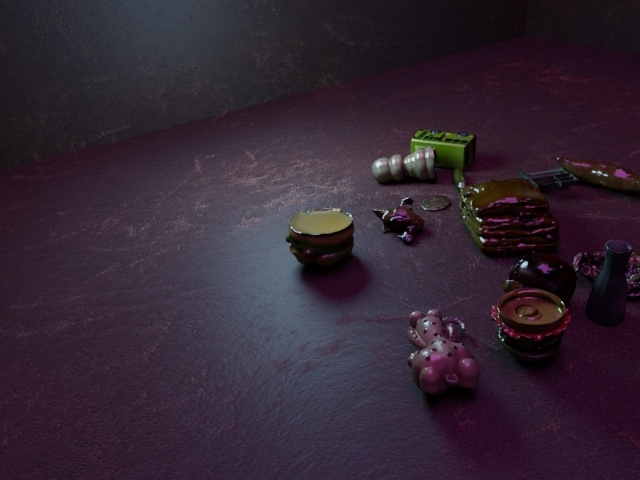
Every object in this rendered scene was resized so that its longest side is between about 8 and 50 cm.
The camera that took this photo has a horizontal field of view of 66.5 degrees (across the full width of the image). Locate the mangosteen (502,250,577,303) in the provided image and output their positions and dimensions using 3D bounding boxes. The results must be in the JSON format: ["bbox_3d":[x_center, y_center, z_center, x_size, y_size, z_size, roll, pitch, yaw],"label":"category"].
[{"bbox_3d":[0.567,0.117,1.274,0.166,0.166,0.180,24,70,41],"label":"mangosteen"}]

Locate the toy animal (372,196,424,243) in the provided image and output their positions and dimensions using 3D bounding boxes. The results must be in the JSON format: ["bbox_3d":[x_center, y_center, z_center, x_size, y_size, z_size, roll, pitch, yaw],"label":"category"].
[{"bbox_3d":[0.265,-0.064,1.696,0.188,0.089,0.179,8,51,16],"label":"toy animal"}]

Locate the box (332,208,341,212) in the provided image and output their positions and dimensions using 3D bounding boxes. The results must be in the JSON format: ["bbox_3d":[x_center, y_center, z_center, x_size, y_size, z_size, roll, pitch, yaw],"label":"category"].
[{"bbox_3d":[0.038,-0.093,1.853,0.058,0.015,0.093,2,34,20],"label":"box"}]

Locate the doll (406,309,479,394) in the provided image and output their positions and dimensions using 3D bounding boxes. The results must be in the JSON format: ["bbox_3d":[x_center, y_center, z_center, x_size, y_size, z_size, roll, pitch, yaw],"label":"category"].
[{"bbox_3d":[0.284,0.257,1.169,0.154,0.119,0.278,-3,23,9],"label":"doll"}]

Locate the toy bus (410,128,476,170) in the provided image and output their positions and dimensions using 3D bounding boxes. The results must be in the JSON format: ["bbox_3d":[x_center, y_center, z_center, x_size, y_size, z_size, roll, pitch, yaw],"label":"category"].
[{"bbox_3d":[0.517,-0.390,2.090,0.262,0.128,0.150,15,40,32],"label":"toy bus"}]

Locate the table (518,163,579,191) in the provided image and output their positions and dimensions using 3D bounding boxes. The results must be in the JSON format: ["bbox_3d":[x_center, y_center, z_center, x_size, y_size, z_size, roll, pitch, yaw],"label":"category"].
[{"bbox_3d":[0.838,-0.219,1.800,0.146,0.062,0.175,-8,31,3],"label":"table"}]

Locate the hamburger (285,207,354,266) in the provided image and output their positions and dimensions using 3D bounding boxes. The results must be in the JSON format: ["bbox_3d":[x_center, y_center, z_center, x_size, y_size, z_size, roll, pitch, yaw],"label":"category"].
[{"bbox_3d":[0.000,0.000,1.597,0.237,0.148,0.237,-2,26,1],"label":"hamburger"}]

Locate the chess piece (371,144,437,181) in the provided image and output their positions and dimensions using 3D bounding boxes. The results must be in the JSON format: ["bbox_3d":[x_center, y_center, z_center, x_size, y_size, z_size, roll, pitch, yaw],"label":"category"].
[{"bbox_3d":[0.341,-0.304,2.008,0.261,0.142,0.142,-7,32,12],"label":"chess piece"}]

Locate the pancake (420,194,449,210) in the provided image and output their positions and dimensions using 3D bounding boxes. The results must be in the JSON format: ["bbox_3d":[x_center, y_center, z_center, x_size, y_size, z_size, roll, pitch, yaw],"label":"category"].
[{"bbox_3d":[0.429,-0.143,1.833,0.115,0.011,0.115,-7,32,4],"label":"pancake"}]

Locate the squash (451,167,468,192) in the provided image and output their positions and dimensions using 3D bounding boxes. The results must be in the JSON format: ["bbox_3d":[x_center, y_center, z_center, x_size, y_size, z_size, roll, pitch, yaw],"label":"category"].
[{"bbox_3d":[0.549,-0.234,1.915,0.052,0.052,0.183,-4,36,8],"label":"squash"}]

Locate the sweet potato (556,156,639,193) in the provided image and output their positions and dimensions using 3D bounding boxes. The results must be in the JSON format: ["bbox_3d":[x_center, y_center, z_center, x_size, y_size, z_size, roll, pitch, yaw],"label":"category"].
[{"bbox_3d":[1.029,-0.231,1.745,0.106,0.095,0.355,24,6,-46],"label":"sweet potato"}]

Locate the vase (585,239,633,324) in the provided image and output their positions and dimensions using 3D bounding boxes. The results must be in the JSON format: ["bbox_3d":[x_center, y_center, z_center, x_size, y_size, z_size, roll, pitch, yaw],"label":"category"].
[{"bbox_3d":[0.711,0.100,1.192,0.086,0.214,0.086,-7,32,4],"label":"vase"}]

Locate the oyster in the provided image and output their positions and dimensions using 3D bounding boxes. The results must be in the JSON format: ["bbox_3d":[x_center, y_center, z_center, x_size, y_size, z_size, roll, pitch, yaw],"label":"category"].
[{"bbox_3d":[0.833,0.070,1.342,0.214,0.083,0.223,24,38,37],"label":"oyster"}]

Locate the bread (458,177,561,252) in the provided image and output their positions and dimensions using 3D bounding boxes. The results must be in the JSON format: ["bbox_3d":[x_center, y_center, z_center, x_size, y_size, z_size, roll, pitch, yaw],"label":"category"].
[{"bbox_3d":[0.609,-0.104,1.583,0.278,0.167,0.324,-4,34,8],"label":"bread"}]

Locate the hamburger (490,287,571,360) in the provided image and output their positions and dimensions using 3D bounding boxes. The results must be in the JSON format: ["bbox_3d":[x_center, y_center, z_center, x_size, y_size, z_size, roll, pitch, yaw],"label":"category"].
[{"bbox_3d":[0.498,0.205,1.156,0.175,0.136,0.175,-11,30,6],"label":"hamburger"}]
